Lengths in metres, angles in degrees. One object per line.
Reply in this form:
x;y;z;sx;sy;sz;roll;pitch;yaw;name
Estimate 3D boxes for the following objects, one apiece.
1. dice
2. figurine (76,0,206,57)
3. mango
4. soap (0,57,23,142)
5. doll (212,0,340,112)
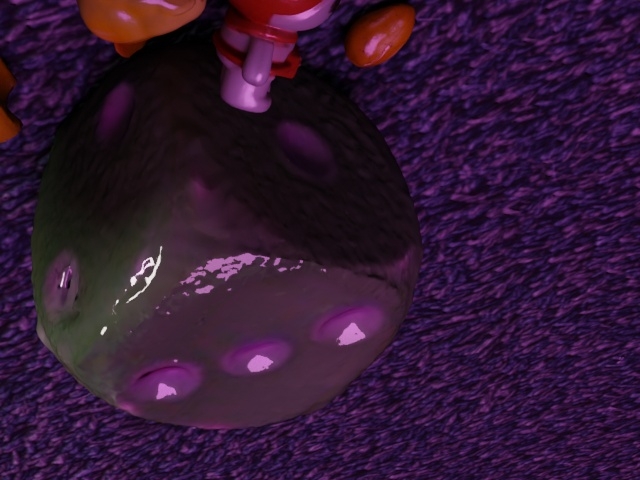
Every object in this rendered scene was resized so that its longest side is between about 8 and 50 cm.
-0.108;0.004;1.503;0.322;0.318;0.330;17;132;-37;dice
-0.176;-0.258;1.275;0.156;0.131;0.246;25;164;16;figurine
0.066;-0.223;1.502;0.089;0.046;0.060;-38;138;21;mango
-0.442;-0.185;1.316;0.204;0.096;0.324;-22;143;7;soap
-0.036;-0.266;1.311;0.130;0.161;0.290;15;116;-9;doll
